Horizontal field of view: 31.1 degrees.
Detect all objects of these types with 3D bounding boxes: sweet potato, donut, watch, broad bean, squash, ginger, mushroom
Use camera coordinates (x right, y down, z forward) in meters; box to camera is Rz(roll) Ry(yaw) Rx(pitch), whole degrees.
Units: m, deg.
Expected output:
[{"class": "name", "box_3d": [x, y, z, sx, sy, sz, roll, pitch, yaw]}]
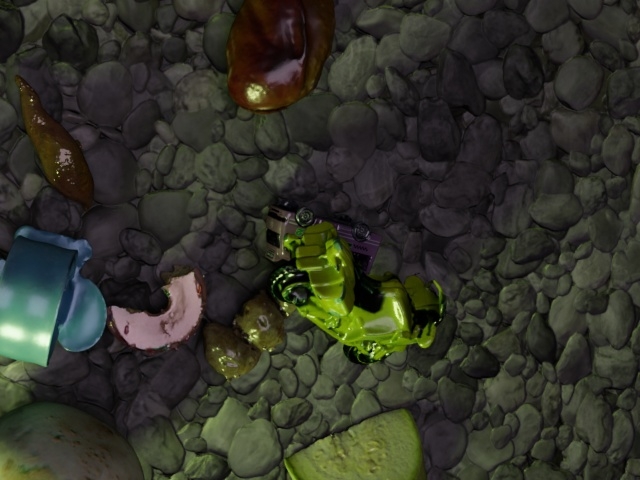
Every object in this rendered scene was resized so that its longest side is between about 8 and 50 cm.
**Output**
[{"class": "sweet potato", "box_3d": [-0.386, -0.139, 1.673, 0.068, 0.068, 0.226, -31, 105, -16]}, {"class": "donut", "box_3d": [-0.242, 0.115, 1.752, 0.166, 0.065, 0.117, -25, 101, -16]}, {"class": "watch", "box_3d": [-0.399, 0.074, 1.605, 0.211, 0.193, 0.211, 0, 88, -9]}, {"class": "broad bean", "box_3d": [-0.062, -0.301, 1.758, 0.156, 0.122, 0.229, 19, 81, 3]}, {"class": "squash", "box_3d": [0.077, 0.426, 1.935, 0.236, 0.155, 0.204, -21, 66, -17]}, {"class": "ginger", "box_3d": [-0.096, 0.128, 1.804, 0.204, 0.080, 0.104, -41, 102, -12]}, {"class": "mushroom", "box_3d": [-0.384, 0.362, 1.650, 0.243, 0.243, 0.244, -2, 96, -22]}]

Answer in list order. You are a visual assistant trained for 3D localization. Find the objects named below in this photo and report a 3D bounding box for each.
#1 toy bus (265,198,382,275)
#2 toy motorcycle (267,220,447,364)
[{"class": "toy bus", "box_3d": [0.000, 0.000, 1.827, 0.178, 0.087, 0.098, 15, 95, -24]}, {"class": "toy motorcycle", "box_3d": [0.071, 0.095, 1.766, 0.206, 0.142, 0.342, -32, 139, 13]}]
